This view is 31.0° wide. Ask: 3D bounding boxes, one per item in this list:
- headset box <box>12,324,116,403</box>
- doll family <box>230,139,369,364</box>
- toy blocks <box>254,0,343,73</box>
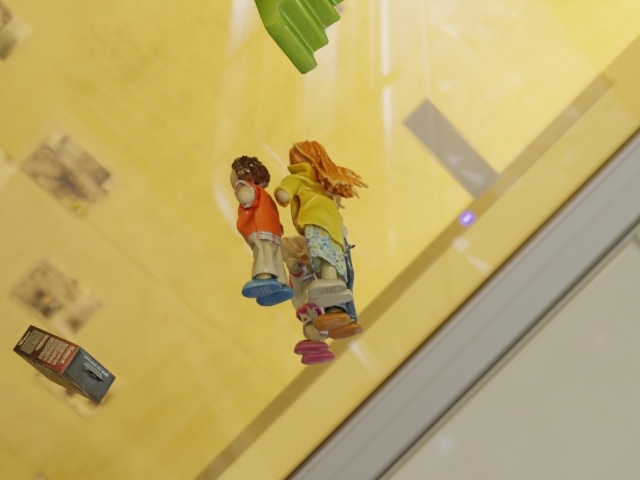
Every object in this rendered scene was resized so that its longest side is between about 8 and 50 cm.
[{"bbox_3d":[-0.236,0.116,1.075,0.083,0.032,0.062,15,-26,38],"label":"headset box"},{"bbox_3d":[0.000,0.000,1.088,0.263,0.118,0.163,62,17,-62],"label":"doll family"},{"bbox_3d":[0.028,-0.321,0.714,0.191,0.261,0.381,46,20,-52],"label":"toy blocks"}]
